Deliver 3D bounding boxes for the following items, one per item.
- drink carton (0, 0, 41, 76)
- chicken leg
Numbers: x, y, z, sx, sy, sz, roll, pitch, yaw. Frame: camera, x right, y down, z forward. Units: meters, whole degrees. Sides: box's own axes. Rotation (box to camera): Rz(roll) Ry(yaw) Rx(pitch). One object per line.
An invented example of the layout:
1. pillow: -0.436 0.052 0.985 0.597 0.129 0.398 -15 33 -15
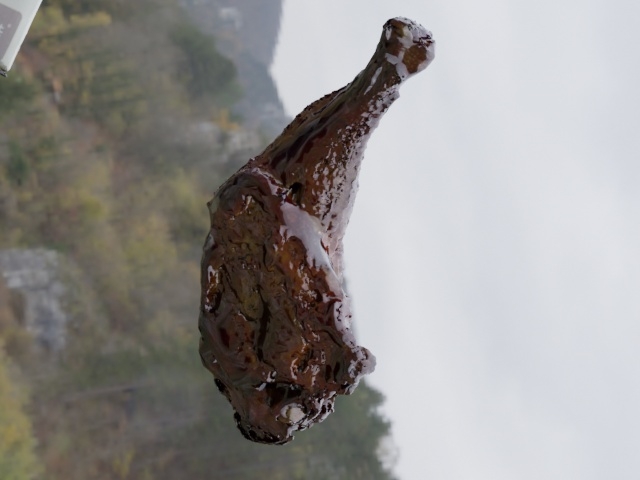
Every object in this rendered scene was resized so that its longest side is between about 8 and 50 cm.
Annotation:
1. drink carton: -0.294 -0.338 1.119 0.324 0.132 0.194 -62 -150 8
2. chicken leg: -0.006 -0.001 0.522 0.093 0.053 0.205 24 -61 37
